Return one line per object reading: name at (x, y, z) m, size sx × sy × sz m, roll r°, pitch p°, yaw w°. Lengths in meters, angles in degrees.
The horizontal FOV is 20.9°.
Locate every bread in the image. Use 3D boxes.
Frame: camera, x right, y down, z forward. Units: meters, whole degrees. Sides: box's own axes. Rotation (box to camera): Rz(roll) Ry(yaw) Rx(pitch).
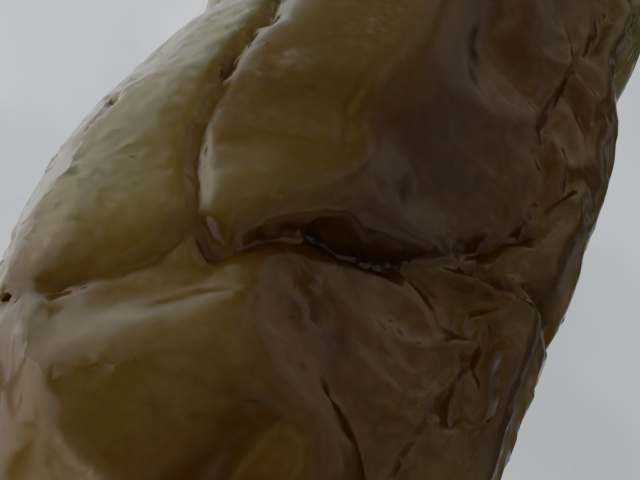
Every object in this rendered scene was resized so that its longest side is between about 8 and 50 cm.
bread at (0.000, 0.000, 0.488) m, size 0.132 × 0.167 × 0.294 m, roll 25°, pitch -132°, yaw 1°
